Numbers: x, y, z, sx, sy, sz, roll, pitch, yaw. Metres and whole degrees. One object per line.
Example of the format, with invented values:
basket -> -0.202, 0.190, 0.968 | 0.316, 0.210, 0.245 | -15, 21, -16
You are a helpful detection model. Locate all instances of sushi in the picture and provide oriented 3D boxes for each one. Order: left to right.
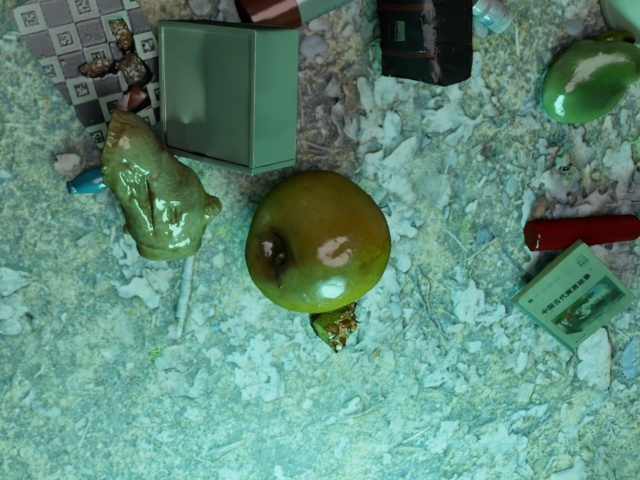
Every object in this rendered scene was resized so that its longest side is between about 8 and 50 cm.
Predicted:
sushi -> -0.363, -0.309, 1.252 | 0.192, 0.043, 0.280 | -34, 124, -9

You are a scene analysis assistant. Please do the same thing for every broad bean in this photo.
broad bean -> 0.566, -0.343, 1.546 | 0.169, 0.100, 0.228 | 35, 97, -20

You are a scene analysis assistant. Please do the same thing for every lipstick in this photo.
lipstick -> 0.599, -0.020, 1.693 | 0.279, 0.073, 0.073 | -5, 111, -16

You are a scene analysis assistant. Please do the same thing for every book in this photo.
book -> 0.598, 0.137, 1.743 | 0.282, 0.025, 0.215 | 34, 108, -34

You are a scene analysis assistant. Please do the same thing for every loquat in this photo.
loquat -> 0.000, 0.000, 1.392 | 0.274, 0.275, 0.275 | -7, 112, -17

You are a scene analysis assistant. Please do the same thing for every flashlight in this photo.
flashlight -> -0.387, -0.114, 1.318 | 0.129, 0.051, 0.051 | -17, 115, -8

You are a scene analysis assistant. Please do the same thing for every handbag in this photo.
handbag -> 0.183, -0.394, 1.349 | 0.155, 0.169, 0.215 | -17, 113, -28

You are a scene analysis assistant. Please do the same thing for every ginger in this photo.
ginger -> -0.285, -0.085, 1.271 | 0.189, 0.126, 0.354 | -9, 142, 12

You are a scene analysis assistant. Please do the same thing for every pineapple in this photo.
pineapple -> 0.029, 0.173, 1.556 | 0.116, 0.137, 0.069 | -9, 116, 31

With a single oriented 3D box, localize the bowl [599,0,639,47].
bowl -> 0.724, -0.527, 1.509 | 0.277, 0.145, 0.277 | -6, 110, -16

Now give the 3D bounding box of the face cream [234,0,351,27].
face cream -> -0.036, -0.428, 1.297 | 0.214, 0.096, 0.096 | -29, 116, -7

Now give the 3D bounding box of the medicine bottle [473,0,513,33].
medicine bottle -> 0.329, -0.446, 1.445 | 0.089, 0.052, 0.052 | 26, 99, -26

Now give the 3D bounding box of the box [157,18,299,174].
box -> -0.151, -0.247, 1.241 | 0.117, 0.225, 0.225 | -20, 120, -48
